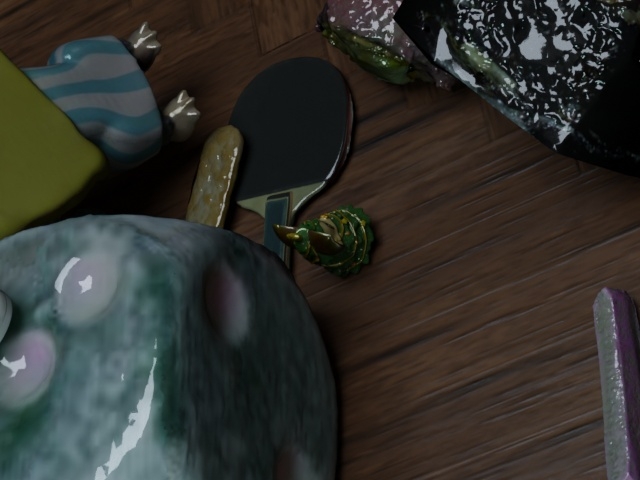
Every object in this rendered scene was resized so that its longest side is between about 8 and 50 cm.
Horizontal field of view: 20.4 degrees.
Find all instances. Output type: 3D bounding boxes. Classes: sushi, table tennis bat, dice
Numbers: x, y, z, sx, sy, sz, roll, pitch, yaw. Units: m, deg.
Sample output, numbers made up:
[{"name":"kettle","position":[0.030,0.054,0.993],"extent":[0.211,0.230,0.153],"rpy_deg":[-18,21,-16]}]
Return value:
[{"name":"sushi","position":[0.060,-0.244,1.945],"extent":[0.241,0.161,0.107],"rpy_deg":[31,87,38]},{"name":"sushi","position":[0.246,-0.213,1.741],"extent":[0.227,0.215,0.212],"rpy_deg":[50,119,41]},{"name":"table tennis bat","position":[-0.041,-0.076,2.016],"extent":[0.173,0.022,0.301],"rpy_deg":[-12,61,30]},{"name":"dice","position":[-0.195,0.177,1.796],"extent":[0.328,0.330,0.348],"rpy_deg":[-12,60,28]}]

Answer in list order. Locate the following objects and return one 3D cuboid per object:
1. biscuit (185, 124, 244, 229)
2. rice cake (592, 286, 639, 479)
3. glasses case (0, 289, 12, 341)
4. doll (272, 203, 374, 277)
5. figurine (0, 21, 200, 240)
[{"name":"biscuit","position":[-0.123,-0.063,2.052],"extent":[0.071,0.018,0.147],"rpy_deg":[4,76,47]},{"name":"rice cake","position":[0.285,0.140,1.687],"extent":[0.036,0.047,0.206],"rpy_deg":[-18,58,32]},{"name":"glasses case","position":[-0.372,0.060,1.725],"extent":[0.193,0.049,0.074],"rpy_deg":[18,78,38]},{"name":"doll","position":[0.001,0.010,1.899],"extent":[0.078,0.113,0.076],"rpy_deg":[11,110,35]},{"name":"figurine","position":[-0.378,-0.065,2.093],"extent":[0.266,0.361,0.377],"rpy_deg":[62,147,13]}]
